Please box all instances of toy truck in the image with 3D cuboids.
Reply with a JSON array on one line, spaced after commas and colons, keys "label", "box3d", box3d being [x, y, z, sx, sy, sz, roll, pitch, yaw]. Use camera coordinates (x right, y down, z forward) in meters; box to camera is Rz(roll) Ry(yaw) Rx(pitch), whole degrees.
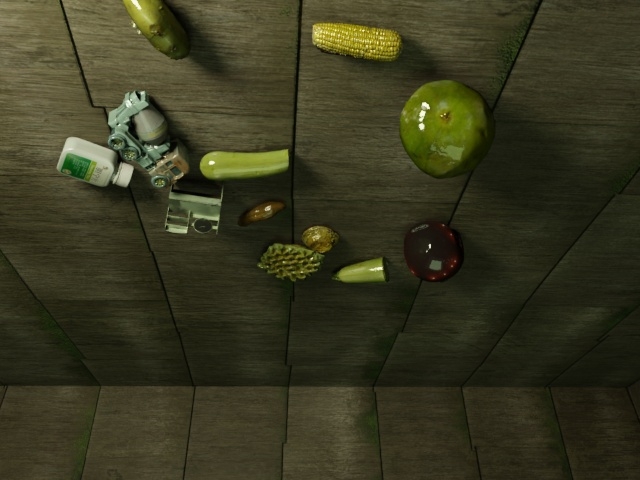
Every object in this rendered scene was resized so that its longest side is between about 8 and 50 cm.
[{"label": "toy truck", "box3d": [-0.434, -0.259, 1.384, 0.140, 0.108, 0.257, -28, 136, 12]}]

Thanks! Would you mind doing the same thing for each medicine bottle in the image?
[{"label": "medicine bottle", "box3d": [-0.615, -0.206, 1.479, 0.183, 0.069, 0.119, 18, 138, -28]}]

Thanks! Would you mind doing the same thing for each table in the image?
[{"label": "table", "box3d": [-0.359, -0.102, 1.542, 0.146, 0.175, 0.062, 7, 144, -13]}]

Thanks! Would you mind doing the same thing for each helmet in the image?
[{"label": "helmet", "box3d": [0.375, 0.040, 1.788, 0.189, 0.193, 0.216, -21, 111, 27]}]

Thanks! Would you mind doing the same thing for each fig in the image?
[{"label": "fig", "box3d": [0.332, -0.268, 1.348, 0.233, 0.233, 0.314, -28, 165, 32]}]

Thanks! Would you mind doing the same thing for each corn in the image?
[{"label": "corn", "box3d": [0.081, -0.436, 1.183, 0.203, 0.072, 0.072, 6, 144, -8]}]

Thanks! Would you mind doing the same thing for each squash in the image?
[{"label": "squash", "box3d": [0.140, 0.121, 1.971, 0.224, 0.094, 0.094, -11, 144, 24]}, {"label": "squash", "box3d": [-0.207, -0.208, 1.484, 0.250, 0.083, 0.083, -3, 145, -2]}]

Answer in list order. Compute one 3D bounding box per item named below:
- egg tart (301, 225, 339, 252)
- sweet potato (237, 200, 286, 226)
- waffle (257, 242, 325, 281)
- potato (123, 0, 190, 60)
[{"label": "egg tart", "box3d": [0.000, 0.000, 1.811, 0.130, 0.052, 0.130, 1, 144, 1]}, {"label": "sweet potato", "box3d": [-0.196, -0.081, 1.687, 0.182, 0.054, 0.053, -19, 132, 27]}, {"label": "waffle", "box3d": [-0.102, 0.075, 1.910, 0.223, 0.054, 0.204, 14, 142, -18]}, {"label": "potato", "box3d": [-0.338, -0.448, 1.124, 0.085, 0.105, 0.188, -31, 151, 9]}]
